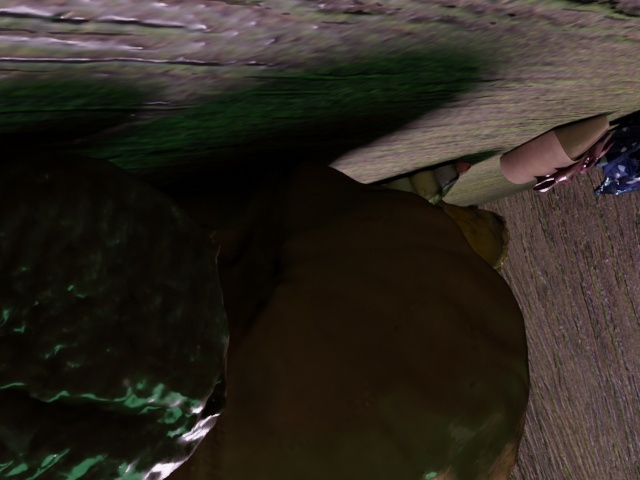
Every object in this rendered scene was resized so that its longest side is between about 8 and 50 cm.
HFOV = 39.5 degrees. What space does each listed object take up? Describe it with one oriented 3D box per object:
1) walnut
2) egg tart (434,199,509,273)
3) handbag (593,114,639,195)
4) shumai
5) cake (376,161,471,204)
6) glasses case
[{"bbox_3d":[-0.010,0.120,0.714,0.383,0.383,0.383,-17,177,-1],"label":"walnut"},{"bbox_3d":[0.115,0.026,1.257,0.315,0.120,0.315,-29,-157,14],"label":"egg tart"},{"bbox_3d":[0.520,-0.143,1.343,0.260,0.113,0.162,-16,-178,-36],"label":"handbag"},{"bbox_3d":[-0.153,0.040,0.450,0.206,0.166,0.175,9,179,-16],"label":"shumai"},{"bbox_3d":[0.084,-0.055,1.165,0.225,0.090,0.109,-35,180,-10],"label":"cake"},{"bbox_3d":[0.332,-0.112,1.214,0.102,0.070,0.193,-18,178,-12],"label":"glasses case"}]
